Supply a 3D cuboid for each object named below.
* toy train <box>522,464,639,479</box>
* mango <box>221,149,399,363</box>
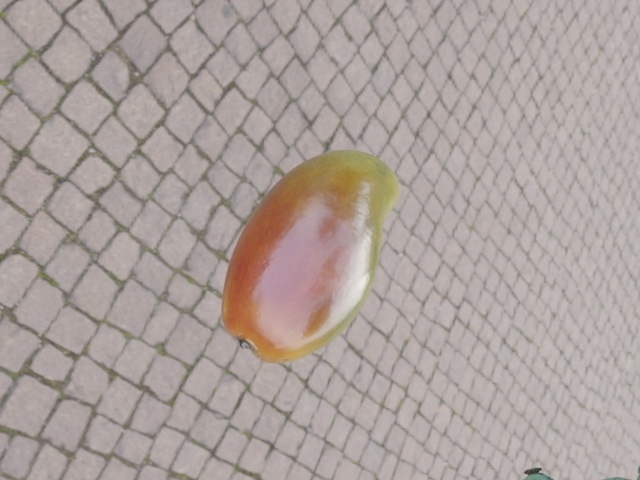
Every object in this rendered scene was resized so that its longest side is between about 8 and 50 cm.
[{"bbox_3d":[0.240,0.252,0.554,0.129,0.326,0.159,29,56,-12],"label":"toy train"},{"bbox_3d":[-0.006,-0.001,0.791,0.129,0.146,0.289,107,4,-51],"label":"mango"}]
